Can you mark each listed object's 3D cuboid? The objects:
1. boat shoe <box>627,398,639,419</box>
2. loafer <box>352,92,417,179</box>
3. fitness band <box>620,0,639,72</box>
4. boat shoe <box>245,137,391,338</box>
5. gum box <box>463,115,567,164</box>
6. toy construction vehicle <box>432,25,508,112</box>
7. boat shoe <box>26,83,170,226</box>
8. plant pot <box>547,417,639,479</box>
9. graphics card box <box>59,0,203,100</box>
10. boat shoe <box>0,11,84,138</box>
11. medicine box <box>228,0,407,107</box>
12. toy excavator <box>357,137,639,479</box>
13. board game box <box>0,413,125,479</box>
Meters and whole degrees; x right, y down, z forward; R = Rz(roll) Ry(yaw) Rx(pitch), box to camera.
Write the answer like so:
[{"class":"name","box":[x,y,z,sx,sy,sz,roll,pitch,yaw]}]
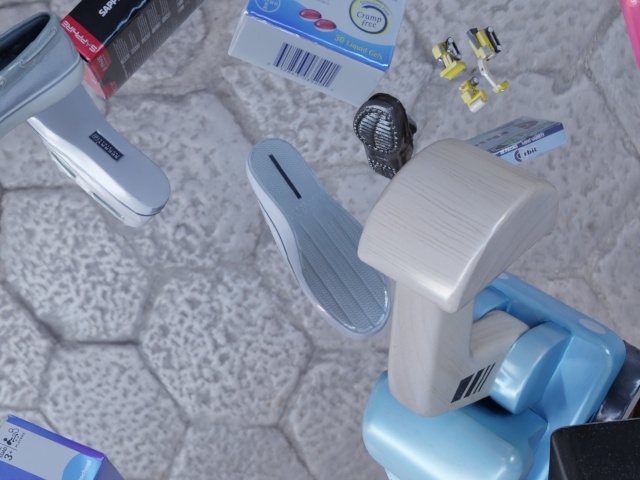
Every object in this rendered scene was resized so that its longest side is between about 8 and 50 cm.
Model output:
[{"class":"boat shoe","box":[0.641,0.285,1.363,0.123,0.324,0.116,1,141,45]},{"class":"loafer","box":[0.104,-0.169,1.128,0.080,0.220,0.078,27,77,14]},{"class":"fitness band","box":[0.388,-0.257,0.766,0.054,0.209,0.291,13,143,53]},{"class":"boat shoe","box":[0.000,0.000,0.735,0.083,0.076,0.226,-24,69,-10]},{"class":"gum box","box":[0.342,-0.177,1.365,0.156,0.184,0.041,-22,104,-1]},{"class":"toy construction vehicle","box":[0.176,-0.207,0.882,0.086,0.035,0.098,-31,79,55]},{"class":"boat shoe","box":[-0.315,-0.125,0.978,0.267,0.096,0.088,42,134,-9]},{"class":"plant pot","box":[0.251,0.216,0.453,0.187,0.167,0.188,-9,142,9]},{"class":"graphics card box","box":[-0.317,-0.448,1.375,0.094,0.233,0.371,42,81,-2]},{"class":"boat shoe","box":[-0.313,-0.129,0.652,0.079,0.227,0.081,22,143,32]},{"class":"medicine box","box":[0.009,-0.430,1.319,0.263,0.289,0.149,20,159,-11]},{"class":"toy excavator","box":[0.143,0.129,0.673,0.222,0.445,0.433,32,113,29]},{"class":"board game box","box":[-0.257,0.323,0.540,0.078,0.347,0.233,22,154,2]}]
